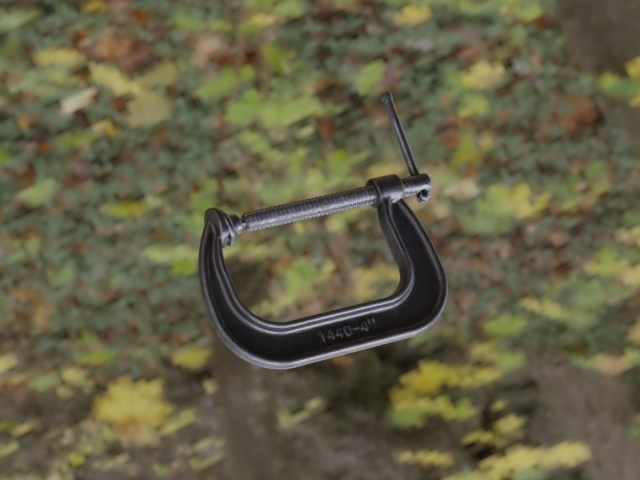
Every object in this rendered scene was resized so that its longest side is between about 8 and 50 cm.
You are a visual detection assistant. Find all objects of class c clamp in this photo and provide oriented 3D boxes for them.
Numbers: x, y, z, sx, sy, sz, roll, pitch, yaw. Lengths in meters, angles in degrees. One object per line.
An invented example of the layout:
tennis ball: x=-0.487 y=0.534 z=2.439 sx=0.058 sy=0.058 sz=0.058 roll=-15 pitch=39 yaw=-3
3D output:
c clamp: x=0.000 y=0.000 z=1.010 sx=0.161 sy=0.137 sz=0.022 roll=-19 pitch=163 yaw=-28
